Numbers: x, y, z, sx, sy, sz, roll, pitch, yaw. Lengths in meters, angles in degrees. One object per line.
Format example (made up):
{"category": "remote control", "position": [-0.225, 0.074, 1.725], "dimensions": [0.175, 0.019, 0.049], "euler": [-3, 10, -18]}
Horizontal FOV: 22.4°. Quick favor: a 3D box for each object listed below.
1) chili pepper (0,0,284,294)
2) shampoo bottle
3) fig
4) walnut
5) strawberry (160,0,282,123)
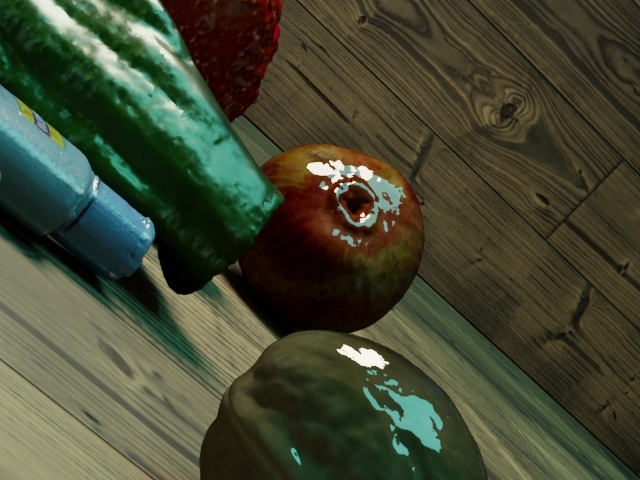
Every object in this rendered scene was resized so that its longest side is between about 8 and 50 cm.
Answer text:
{"category": "chili pepper", "position": [-0.179, -0.126, 1.236], "dimensions": [0.385, 0.167, 0.213], "euler": [45, 7, 6]}
{"category": "shampoo bottle", "position": [-0.215, -0.066, 1.056], "dimensions": [0.258, 0.061, 0.104], "euler": [42, 7, -27]}
{"category": "fig", "position": [0.001, 0.001, 1.592], "dimensions": [0.205, 0.205, 0.205], "euler": [43, 5, -5]}
{"category": "walnut", "position": [0.012, 0.124, 0.840], "dimensions": [0.162, 0.140, 0.140], "euler": [42, 5, 15]}
{"category": "strawberry", "position": [-0.166, -0.224, 1.741], "dimensions": [0.261, 0.258, 0.261], "euler": [36, 12, -9]}
